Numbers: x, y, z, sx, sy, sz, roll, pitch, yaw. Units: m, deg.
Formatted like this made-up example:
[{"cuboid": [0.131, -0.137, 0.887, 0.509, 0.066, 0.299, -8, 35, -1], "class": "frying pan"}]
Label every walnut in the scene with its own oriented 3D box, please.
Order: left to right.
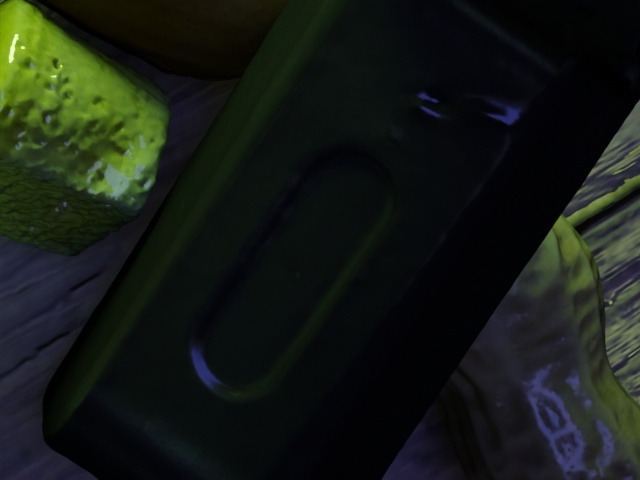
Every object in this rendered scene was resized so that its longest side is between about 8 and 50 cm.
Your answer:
[{"cuboid": [-0.095, -0.166, 0.836, 0.245, 0.137, 0.137, 29, 82, -24], "class": "walnut"}]

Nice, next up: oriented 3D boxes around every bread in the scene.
[{"cuboid": [-0.150, -0.059, 0.831, 0.114, 0.129, 0.111, 28, 64, -25], "class": "bread"}]

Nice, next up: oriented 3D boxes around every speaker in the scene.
[{"cuboid": [0.000, 0.000, 0.758, 0.180, 0.184, 0.388, 34, 107, 5], "class": "speaker"}]

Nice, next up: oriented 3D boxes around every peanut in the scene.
[{"cuboid": [0.126, 0.080, 0.924, 0.136, 0.120, 0.298, -36, 105, -30], "class": "peanut"}]
